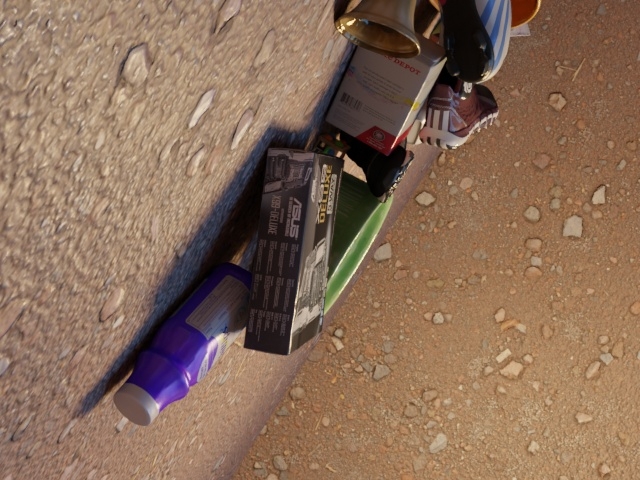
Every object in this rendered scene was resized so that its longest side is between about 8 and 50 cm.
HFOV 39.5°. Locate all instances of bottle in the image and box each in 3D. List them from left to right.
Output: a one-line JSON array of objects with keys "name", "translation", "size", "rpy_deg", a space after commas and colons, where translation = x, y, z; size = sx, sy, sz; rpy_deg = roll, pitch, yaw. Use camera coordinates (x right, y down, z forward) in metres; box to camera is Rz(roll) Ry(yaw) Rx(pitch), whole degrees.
[{"name": "bottle", "translation": [-0.196, 0.155, 1.335], "size": [0.283, 0.092, 0.118], "rpy_deg": [-50, 163, -41]}]

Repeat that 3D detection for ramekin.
[{"name": "ramekin", "translation": [0.000, 0.000, 1.712], "size": [0.303, 0.148, 0.303], "rpy_deg": [-56, 171, -14]}]

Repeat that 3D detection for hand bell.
[{"name": "hand bell", "translation": [0.119, -0.395, 1.257], "size": [0.126, 0.126, 0.241], "rpy_deg": [52, 57, -81]}]

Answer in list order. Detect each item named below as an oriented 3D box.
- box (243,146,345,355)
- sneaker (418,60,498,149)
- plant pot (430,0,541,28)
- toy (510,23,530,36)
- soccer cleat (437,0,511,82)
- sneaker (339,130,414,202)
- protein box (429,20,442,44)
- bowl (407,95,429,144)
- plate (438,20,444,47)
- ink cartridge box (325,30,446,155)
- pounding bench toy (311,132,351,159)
[{"name": "box", "translation": [-0.038, 0.010, 1.417], "size": [0.242, 0.077, 0.307], "rpy_deg": [-11, 109, -78]}, {"name": "sneaker", "translation": [0.267, -0.284, 1.631], "size": [0.281, 0.107, 0.162], "rpy_deg": [-47, 145, -55]}, {"name": "plant pot", "translation": [0.303, -0.506, 1.561], "size": [0.205, 0.205, 0.187], "rpy_deg": [97, 11, -71]}, {"name": "toy", "translation": [0.377, -0.503, 1.928], "size": [0.237, 0.056, 0.136], "rpy_deg": [-21, 100, -56]}, {"name": "soccer cleat", "translation": [0.241, -0.419, 1.422], "size": [0.143, 0.116, 0.331], "rpy_deg": [-45, 135, -46]}, {"name": "sneaker", "translation": [0.086, -0.155, 1.615], "size": [0.107, 0.124, 0.283], "rpy_deg": [-58, -171, 15]}, {"name": "protein box", "translation": [0.346, -0.460, 2.091], "size": [0.199, 0.136, 0.201], "rpy_deg": [-55, 171, -21]}, {"name": "bowl", "translation": [0.155, -0.238, 1.739], "size": [0.142, 0.142, 0.053], "rpy_deg": [102, 1, -65]}, {"name": "plate", "translation": [0.268, -0.436, 1.804], "size": [0.278, 0.045, 0.277], "rpy_deg": [62, 39, -80]}, {"name": "ink cartridge box", "translation": [0.114, -0.262, 1.500], "size": [0.127, 0.128, 0.176], "rpy_deg": [-46, 166, -56]}, {"name": "pounding bench toy", "translation": [0.010, -0.150, 1.561], "size": [0.065, 0.052, 0.083], "rpy_deg": [-61, 171, 19]}]
